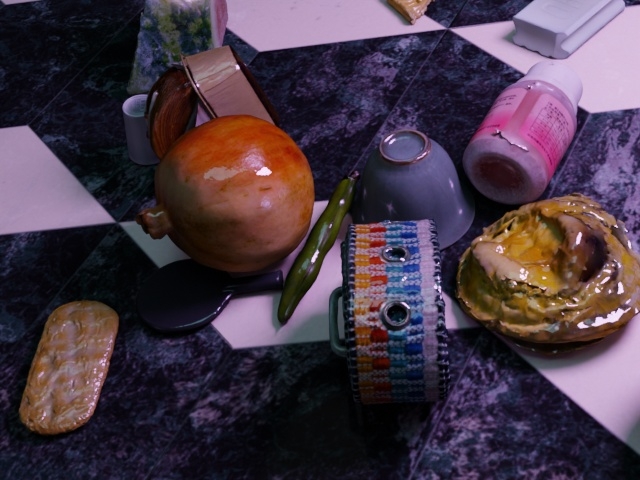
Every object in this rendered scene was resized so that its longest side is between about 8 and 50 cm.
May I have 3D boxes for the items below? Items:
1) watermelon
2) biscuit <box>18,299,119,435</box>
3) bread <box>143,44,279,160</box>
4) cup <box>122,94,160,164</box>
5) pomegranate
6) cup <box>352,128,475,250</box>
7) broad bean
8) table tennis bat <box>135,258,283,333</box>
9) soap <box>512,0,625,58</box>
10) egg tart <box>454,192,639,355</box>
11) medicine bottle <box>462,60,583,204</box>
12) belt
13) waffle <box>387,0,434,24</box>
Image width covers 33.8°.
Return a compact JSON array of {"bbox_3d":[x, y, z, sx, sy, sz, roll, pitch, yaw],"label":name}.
[{"bbox_3d":[-0.296,-0.433,2.064,0.193,0.232,0.310,-1,91,9],"label":"watermelon"},{"bbox_3d":[-0.376,0.185,1.578,0.119,0.029,0.247,-3,46,9],"label":"biscuit"},{"bbox_3d":[-0.192,-0.207,1.788,0.212,0.224,0.142,-32,40,2],"label":"bread"},{"bbox_3d":[-0.298,-0.199,1.879,0.104,0.116,0.074,-9,47,-6],"label":"cup"},{"bbox_3d":[-0.150,-0.066,1.618,0.270,0.229,0.252,-22,37,-27],"label":"pomegranate"},{"bbox_3d":[0.139,-0.094,1.652,0.199,0.150,0.199,-6,46,7],"label":"cup"},{"bbox_3d":[0.000,0.000,1.627,0.043,0.060,0.297,31,65,-7],"label":"broad bean"},{"bbox_3d":[-0.174,0.078,1.641,0.236,0.027,0.150,-9,45,6],"label":"table tennis bat"},{"bbox_3d":[0.464,-0.425,1.961,0.198,0.066,0.119,-40,49,-24],"label":"soap"},{"bbox_3d":[0.330,0.026,1.520,0.297,0.132,0.297,-10,41,9],"label":"egg tart"},{"bbox_3d":[0.336,-0.179,1.698,0.147,0.147,0.247,17,51,26],"label":"medicine bottle"},{"bbox_3d":[0.090,0.087,1.449,0.161,0.206,0.295,-5,48,5],"label":"belt"},{"bbox_3d":[0.236,-0.504,2.109,0.191,0.032,0.125,-26,45,-11],"label":"waffle"}]
